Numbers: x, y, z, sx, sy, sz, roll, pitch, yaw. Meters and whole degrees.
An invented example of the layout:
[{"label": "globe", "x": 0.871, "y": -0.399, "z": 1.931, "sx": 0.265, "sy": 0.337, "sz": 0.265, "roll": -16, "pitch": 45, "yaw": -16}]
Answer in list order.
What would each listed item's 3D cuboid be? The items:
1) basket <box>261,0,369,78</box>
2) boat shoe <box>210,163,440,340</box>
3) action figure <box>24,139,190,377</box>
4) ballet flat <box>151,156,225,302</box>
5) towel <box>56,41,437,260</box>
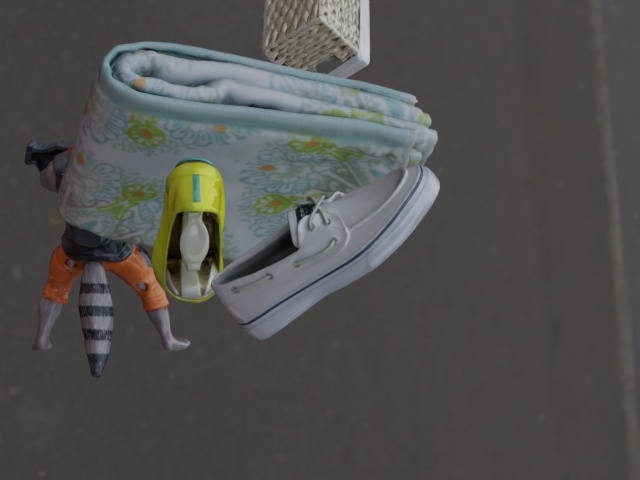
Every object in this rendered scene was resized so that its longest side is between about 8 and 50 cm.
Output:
[{"label": "basket", "x": -0.008, "y": -0.294, "z": 2.031, "sx": 0.103, "sy": 0.113, "sz": 0.167, "roll": 40, "pitch": 36, "yaw": -37}, {"label": "boat shoe", "x": 0.000, "y": 0.000, "z": 1.342, "sx": 0.076, "sy": 0.226, "sz": 0.083, "roll": 44, "pitch": 14, "yaw": -22}, {"label": "action figure", "x": -0.229, "y": -0.009, "z": 1.909, "sx": 0.178, "sy": 0.341, "sz": 0.330, "roll": -55, "pitch": 147, "yaw": -68}, {"label": "ballet flat", "x": -0.135, "y": 0.013, "z": 1.583, "sx": 0.231, "sy": 0.077, "sz": 0.077, "roll": 99, "pitch": -15, "yaw": -50}, {"label": "towel", "x": -0.092, "y": -0.079, "z": 1.725, "sx": 0.320, "sy": 0.374, "sz": 0.090, "roll": 121, "pitch": -24, "yaw": -54}]
